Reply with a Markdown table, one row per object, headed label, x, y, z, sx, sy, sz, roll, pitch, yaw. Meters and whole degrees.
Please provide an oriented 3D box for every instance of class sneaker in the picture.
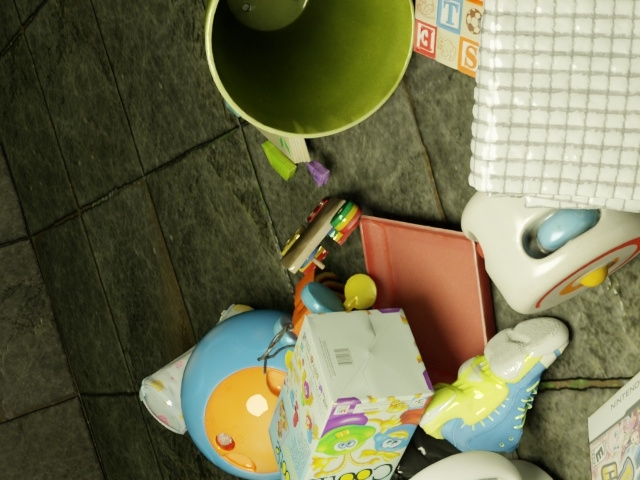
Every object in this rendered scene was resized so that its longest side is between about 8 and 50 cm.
| label | x | y | z | sx | sy | sz | roll | pitch | yaw |
| --- | --- | --- | --- | --- | --- | --- | --- | --- | --- |
| sneaker | 0.246 | 0.199 | 1.378 | 0.240 | 0.091 | 0.126 | -36 | 109 | 26 |

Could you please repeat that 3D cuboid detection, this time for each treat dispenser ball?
| label | x | y | z | sx | sy | sz | roll | pitch | yaw |
| --- | --- | --- | --- | --- | --- | --- | --- | --- | --- |
| treat dispenser ball | -0.092 | 0.260 | 1.778 | 0.288 | 0.288 | 0.288 | 33 | 132 | 47 |

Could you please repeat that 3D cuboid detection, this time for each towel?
| label | x | y | z | sx | sy | sz | roll | pitch | yaw |
| --- | --- | --- | --- | --- | --- | --- | --- | --- | --- |
| towel | 0.285 | -0.149 | 0.989 | 0.121 | 0.283 | 0.235 | -65 | -25 | -70 |

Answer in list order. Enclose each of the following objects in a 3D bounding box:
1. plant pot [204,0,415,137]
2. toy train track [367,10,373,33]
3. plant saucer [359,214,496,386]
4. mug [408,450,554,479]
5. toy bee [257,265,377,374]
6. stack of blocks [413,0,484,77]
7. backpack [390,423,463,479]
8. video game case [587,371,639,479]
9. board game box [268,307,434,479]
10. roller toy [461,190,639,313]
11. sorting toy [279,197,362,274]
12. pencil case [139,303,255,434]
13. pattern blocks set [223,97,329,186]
| label | x | y | z | sx | sy | sz | roll | pitch | yaw |
| --- | --- | --- | --- | --- | --- | --- | --- | --- | --- |
| plant pot | -0.047 | -0.321 | 1.461 | 0.293 | 0.274 | 0.275 | -121 | 27 | -60 |
| toy train track | 0.077 | -0.283 | 1.495 | 0.048 | 0.014 | 0.083 | 8 | 106 | 62 |
| plant saucer | 0.164 | 0.094 | 1.515 | 0.258 | 0.047 | 0.259 | 12 | 116 | 56 |
| mug | 0.162 | 0.426 | 1.370 | 0.276 | 0.328 | 0.374 | -130 | 34 | -49 |
| toy bee | 0.007 | 0.155 | 1.588 | 0.162 | 0.298 | 0.195 | 39 | 133 | -5 |
| stack of blocks | 0.233 | -0.261 | 1.180 | 0.297 | 0.087 | 0.171 | 35 | 133 | 46 |
| backpack | 0.140 | 0.317 | 1.596 | 0.182 | 0.152 | 0.115 | 119 | 132 | -66 |
| video game case | 0.367 | 0.259 | 1.133 | 0.248 | 0.035 | 0.275 | 118 | 164 | -50 |
| board game box | 0.034 | 0.236 | 1.444 | 0.275 | 0.142 | 0.144 | 108 | 152 | -45 |
| roller toy | 0.264 | -0.012 | 1.155 | 0.146 | 0.191 | 0.209 | 60 | 147 | 18 |
| sorting toy | 0.000 | 0.000 | 1.609 | 0.046 | 0.132 | 0.274 | 39 | 177 | -9 |
| pencil case | -0.207 | 0.236 | 1.971 | 0.124 | 0.273 | 0.113 | 53 | 150 | -7 |
| pattern blocks set | -0.083 | -0.212 | 1.701 | 0.325 | 0.026 | 0.285 | 47 | 161 | 31 |
